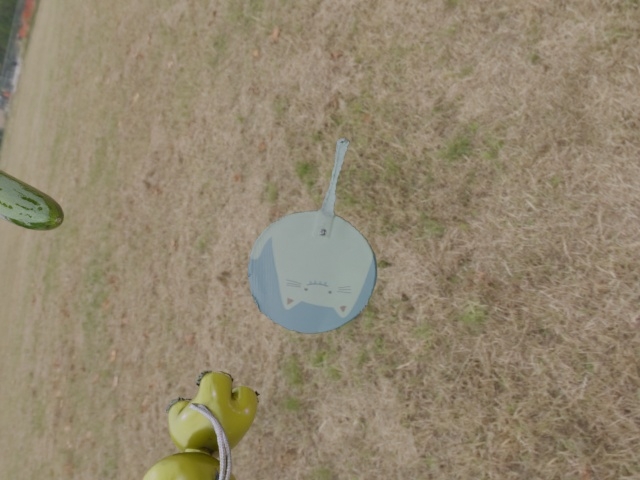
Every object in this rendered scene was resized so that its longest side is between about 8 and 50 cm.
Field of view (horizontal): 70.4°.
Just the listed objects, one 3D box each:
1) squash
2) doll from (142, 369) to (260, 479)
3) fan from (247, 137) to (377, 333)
[{"bbox_3d":[-0.503,-0.081,0.694,0.069,0.258,0.069,-61,-5,-9],"label":"squash"},{"bbox_3d":[-0.129,0.263,0.484,0.135,0.143,0.221,-41,24,19],"label":"doll"},{"bbox_3d":[0.000,0.000,0.387,0.005,0.113,0.176,-99,21,-74],"label":"fan"}]
